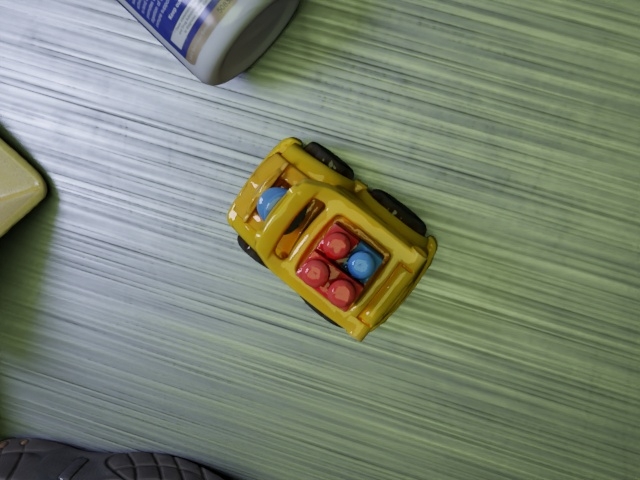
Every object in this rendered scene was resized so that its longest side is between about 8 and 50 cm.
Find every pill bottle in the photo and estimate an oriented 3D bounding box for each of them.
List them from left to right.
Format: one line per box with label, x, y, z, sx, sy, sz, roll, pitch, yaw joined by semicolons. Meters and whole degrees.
pill bottle;-0.160;-0.303;0.849;0.265;0.153;0.153;44;99;1

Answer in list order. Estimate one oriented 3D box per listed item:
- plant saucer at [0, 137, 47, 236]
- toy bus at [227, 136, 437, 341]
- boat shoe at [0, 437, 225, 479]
plant saucer;-0.531;-0.055;0.865;0.333;0.081;0.332;43;54;-9
toy bus;0.000;0.000;0.830;0.220;0.211;0.149;38;100;4
boat shoe;-0.246;0.326;0.943;0.356;0.132;0.130;8;106;15
